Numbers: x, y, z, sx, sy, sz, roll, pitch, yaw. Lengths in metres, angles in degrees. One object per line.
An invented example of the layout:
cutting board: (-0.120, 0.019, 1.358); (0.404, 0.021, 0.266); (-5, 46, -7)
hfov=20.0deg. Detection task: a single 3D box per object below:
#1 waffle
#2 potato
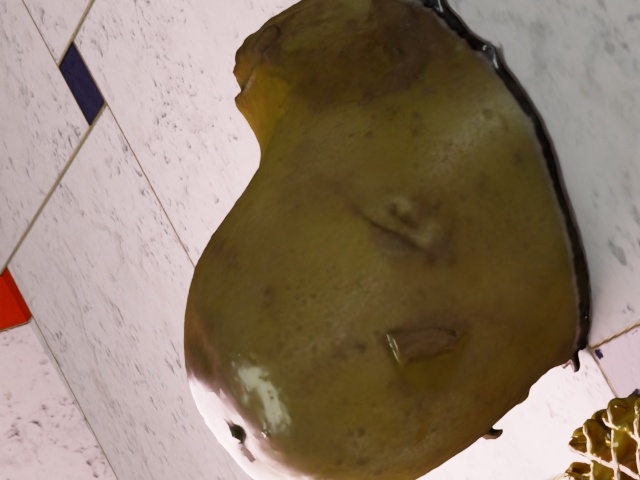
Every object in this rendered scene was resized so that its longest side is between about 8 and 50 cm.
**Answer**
waffle: (0.269, 0.223, 1.356); (0.231, 0.051, 0.228); (57, 154, 17)
potato: (0.000, 0.000, 1.395); (0.397, 0.296, 0.290); (59, 153, 9)
